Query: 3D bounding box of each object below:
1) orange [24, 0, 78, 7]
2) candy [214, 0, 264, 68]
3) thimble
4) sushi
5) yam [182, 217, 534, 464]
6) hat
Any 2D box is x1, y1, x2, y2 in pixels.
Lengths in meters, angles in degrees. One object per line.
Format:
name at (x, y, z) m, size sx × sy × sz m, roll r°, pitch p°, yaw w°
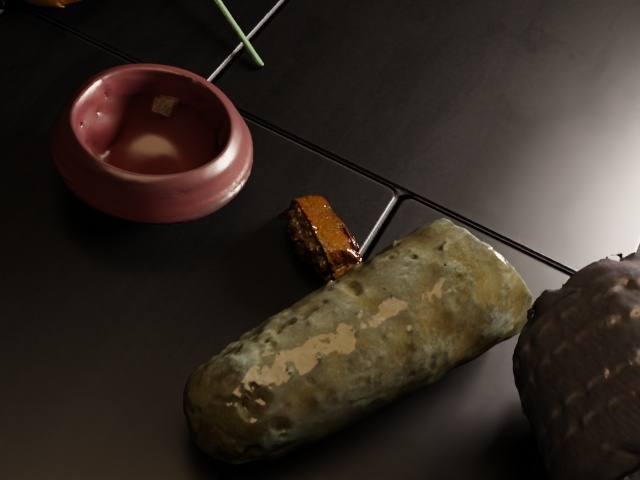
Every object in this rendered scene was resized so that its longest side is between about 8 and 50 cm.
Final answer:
orange at (-0.301, -0.335, 1.065) m, size 0.154 × 0.134 × 0.155 m, roll -9°, pitch 53°, yaw 12°
candy at (-0.120, -0.276, 1.104) m, size 0.061 × 0.061 × 0.202 m, roll -23°, pitch 69°, yaw -25°
thimble at (0.282, 0.122, 0.773) m, size 0.236 × 0.205 × 0.172 m, roll -3°, pitch 53°, yaw -12°
sushi at (0.000, 0.000, 0.908) m, size 0.055 × 0.052 × 0.120 m, roll -20°, pitch 59°, yaw -23°
yam at (0.033, 0.085, 0.810) m, size 0.330 × 0.133 × 0.133 m, roll -25°, pitch 62°, yaw -23°
hat at (-0.164, -0.086, 0.921) m, size 0.205 × 0.089 × 0.205 m, roll 7°, pitch 48°, yaw -8°
